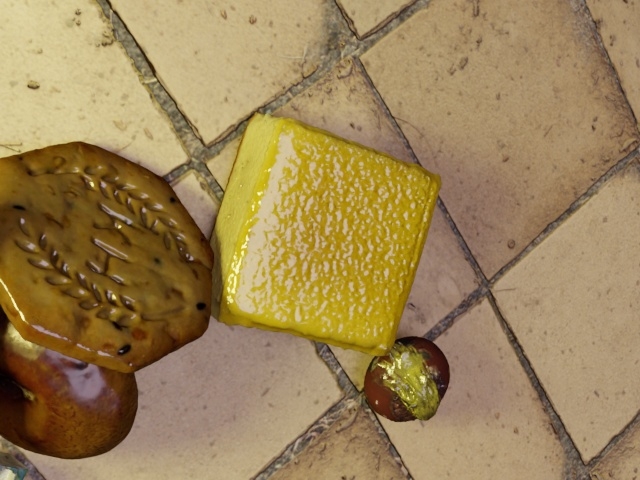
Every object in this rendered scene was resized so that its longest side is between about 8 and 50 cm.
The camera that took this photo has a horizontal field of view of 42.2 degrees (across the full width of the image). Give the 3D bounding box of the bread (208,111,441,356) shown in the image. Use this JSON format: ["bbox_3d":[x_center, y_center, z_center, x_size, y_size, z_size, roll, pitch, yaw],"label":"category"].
[{"bbox_3d":[0.000,0.000,1.310,0.324,0.143,0.333,19,87,-26],"label":"bread"}]

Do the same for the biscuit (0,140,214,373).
[{"bbox_3d":[-0.289,0.010,1.108,0.359,0.046,0.359,28,41,-27],"label":"biscuit"}]

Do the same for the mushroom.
[{"bbox_3d":[-0.360,0.177,1.133,0.254,0.267,0.267,-4,99,-58],"label":"mushroom"}]

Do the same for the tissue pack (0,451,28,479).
[{"bbox_3d":[-0.465,0.354,1.141,0.085,0.079,0.111,39,76,-55],"label":"tissue pack"}]

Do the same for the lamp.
[{"bbox_3d":[0.154,0.244,1.408,0.157,0.135,0.156,3,117,-38],"label":"lamp"}]
